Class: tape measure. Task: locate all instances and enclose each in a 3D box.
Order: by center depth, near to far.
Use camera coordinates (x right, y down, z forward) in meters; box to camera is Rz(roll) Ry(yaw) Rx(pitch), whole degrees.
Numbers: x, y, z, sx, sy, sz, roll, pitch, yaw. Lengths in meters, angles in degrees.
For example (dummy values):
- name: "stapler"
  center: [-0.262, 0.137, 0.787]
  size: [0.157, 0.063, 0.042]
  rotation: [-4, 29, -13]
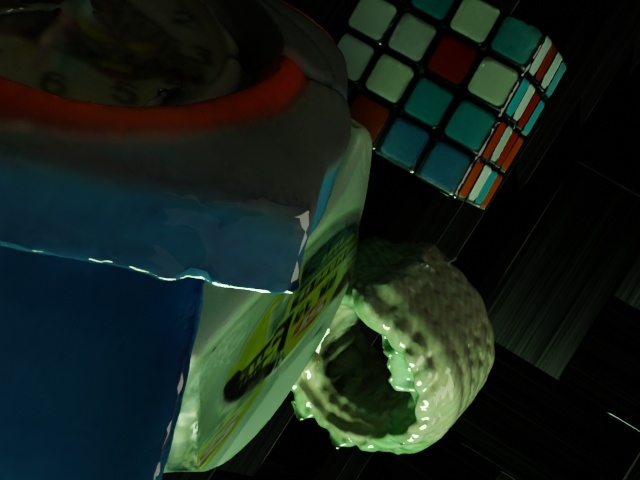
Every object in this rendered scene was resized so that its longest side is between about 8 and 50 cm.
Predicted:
- name: "tape measure"
  center: [-0.082, 0.035, 0.950]
  size: [0.259, 0.138, 0.262]
  rotation: [-44, 160, -40]

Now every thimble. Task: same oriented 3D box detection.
- name: "thimble"
  center: [0.068, 0.109, 1.459]
  size: [0.150, 0.219, 0.219]
  rotation: [-40, 157, -51]

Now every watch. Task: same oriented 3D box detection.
- name: "watch"
  center: [-0.138, -0.006, 0.579]
  size: [0.305, 0.241, 0.274]
  rotation: [-99, -153, -59]

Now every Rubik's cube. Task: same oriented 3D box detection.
- name: "Rubik's cube"
  center: [0.097, -0.130, 1.167]
  size: [0.151, 0.154, 0.155]
  rotation: [-61, 166, 7]

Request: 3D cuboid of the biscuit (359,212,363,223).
- name: "biscuit"
  center: [0.001, 0.001, 1.143]
  size: [0.133, 0.032, 0.250]
  rotation: [126, -18, -50]
